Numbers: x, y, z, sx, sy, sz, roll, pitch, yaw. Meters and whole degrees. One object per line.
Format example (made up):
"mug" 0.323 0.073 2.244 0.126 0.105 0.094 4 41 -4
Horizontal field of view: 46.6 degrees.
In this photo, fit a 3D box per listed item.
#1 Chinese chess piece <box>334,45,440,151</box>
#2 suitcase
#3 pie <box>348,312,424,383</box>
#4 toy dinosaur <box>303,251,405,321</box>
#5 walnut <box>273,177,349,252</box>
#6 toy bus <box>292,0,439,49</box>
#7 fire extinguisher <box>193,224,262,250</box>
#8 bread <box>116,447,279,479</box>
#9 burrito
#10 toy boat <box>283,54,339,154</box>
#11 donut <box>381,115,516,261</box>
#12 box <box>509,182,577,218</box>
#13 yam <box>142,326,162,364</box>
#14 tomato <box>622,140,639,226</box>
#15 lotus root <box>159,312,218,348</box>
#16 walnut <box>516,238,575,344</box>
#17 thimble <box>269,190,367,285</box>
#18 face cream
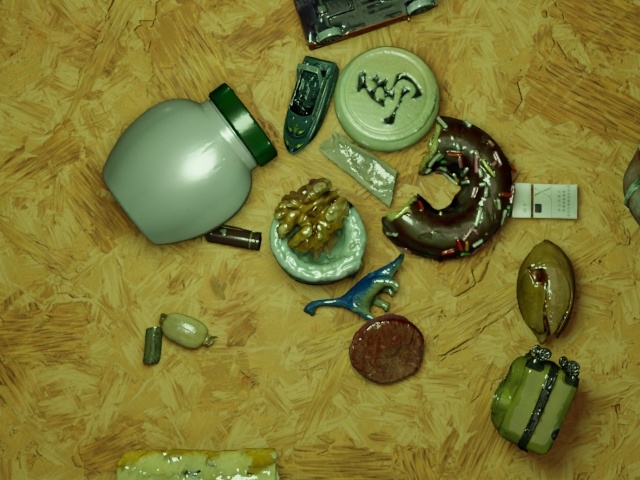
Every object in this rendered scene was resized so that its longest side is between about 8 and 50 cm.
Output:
"Chinese chess piece" 0.157 -0.334 1.755 0.250 0.101 0.250 0 85 3
"suitcase" 0.482 0.359 1.698 0.143 0.194 0.234 24 90 10
"pie" 0.157 0.256 1.750 0.182 0.049 0.182 -3 111 -7
"toy dinosaur" 0.088 0.104 1.763 0.188 0.075 0.247 23 112 -2
"walnut" -0.024 -0.058 1.633 0.170 0.069 0.143 -45 86 2
"toy bus" 0.107 -0.558 1.744 0.329 0.153 0.143 -18 90 3
"fire extinguisher" -0.222 -0.010 1.797 0.158 0.043 0.064 11 60 1
"bread" -0.277 0.598 1.728 0.376 0.165 0.236 0 93 1
"burrito" 0.100 -0.179 1.782 0.226 0.060 0.087 36 91 2
"toy boat" -0.032 -0.323 1.772 0.093 0.103 0.246 21 95 26
"donut" 0.318 -0.102 1.741 0.259 0.136 0.345 29 91 5
"box" 0.532 -0.094 1.779 0.154 0.040 0.084 1 90 0
"yam" -0.405 0.253 1.798 0.043 0.043 0.094 3 88 2
"tomato" 0.831 -0.135 1.638 0.283 0.317 0.316 19 90 -17
"lotus root" -0.321 0.218 1.785 0.150 0.062 0.073 24 88 -1
"walnut" 0.525 0.120 1.733 0.137 0.137 0.245 1 93 2
"thimble" 0.000 0.000 1.737 0.237 0.150 0.237 0 87 0
"face cream" -0.299 -0.177 1.714 0.357 0.219 0.312 -36 88 0
